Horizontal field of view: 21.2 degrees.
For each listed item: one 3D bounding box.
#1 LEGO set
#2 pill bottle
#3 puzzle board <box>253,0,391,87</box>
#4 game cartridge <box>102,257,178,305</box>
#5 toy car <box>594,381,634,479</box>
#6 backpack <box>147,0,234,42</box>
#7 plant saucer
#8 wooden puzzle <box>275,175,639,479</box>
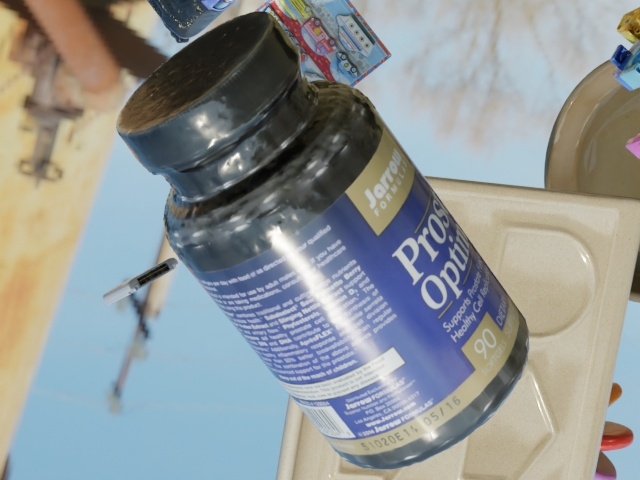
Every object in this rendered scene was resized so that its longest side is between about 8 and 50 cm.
[{"bbox_3d":[0.318,-0.178,1.593,0.087,0.227,0.093,39,155,-15],"label":"LEGO set"},{"bbox_3d":[0.000,0.000,0.853,0.219,0.122,0.123,53,-175,-23],"label":"pill bottle"},{"bbox_3d":[-0.001,-0.216,1.815,0.128,0.096,0.011,51,-177,-7],"label":"puzzle board"},{"bbox_3d":[-0.200,0.045,1.890,0.083,0.056,0.017,-31,-89,-49],"label":"game cartridge"},{"bbox_3d":[0.286,0.229,1.970,0.136,0.182,0.159,28,-163,12],"label":"toy car"},{"bbox_3d":[-0.127,-0.303,1.624,0.173,0.117,0.158,47,-122,-8],"label":"backpack"},{"bbox_3d":[0.366,-0.070,1.863,0.041,0.278,0.278,-2,-153,-47],"label":"plant saucer"},{"bbox_3d":[0.127,0.098,1.620,0.347,0.322,0.080,4,-168,-24],"label":"wooden puzzle"}]
